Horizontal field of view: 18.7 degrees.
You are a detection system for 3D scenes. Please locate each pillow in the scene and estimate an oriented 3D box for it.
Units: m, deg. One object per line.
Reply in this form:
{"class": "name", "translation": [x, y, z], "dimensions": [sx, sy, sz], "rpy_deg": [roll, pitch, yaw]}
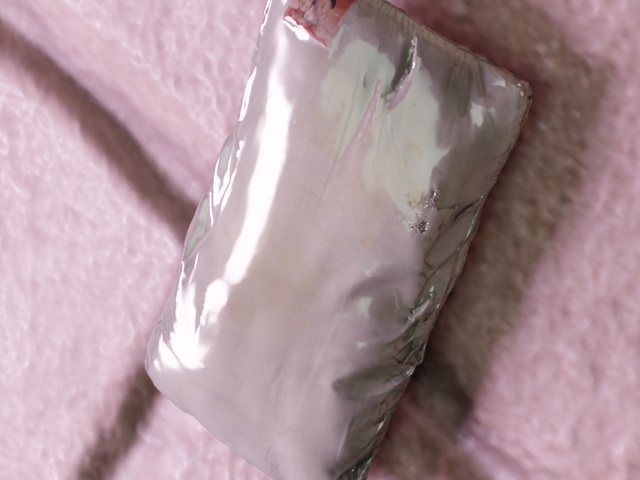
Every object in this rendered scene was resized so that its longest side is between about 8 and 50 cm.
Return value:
{"class": "pillow", "translation": [0.000, 0.000, 0.844], "dimensions": [0.128, 0.051, 0.229], "rpy_deg": [29, 117, 18]}
